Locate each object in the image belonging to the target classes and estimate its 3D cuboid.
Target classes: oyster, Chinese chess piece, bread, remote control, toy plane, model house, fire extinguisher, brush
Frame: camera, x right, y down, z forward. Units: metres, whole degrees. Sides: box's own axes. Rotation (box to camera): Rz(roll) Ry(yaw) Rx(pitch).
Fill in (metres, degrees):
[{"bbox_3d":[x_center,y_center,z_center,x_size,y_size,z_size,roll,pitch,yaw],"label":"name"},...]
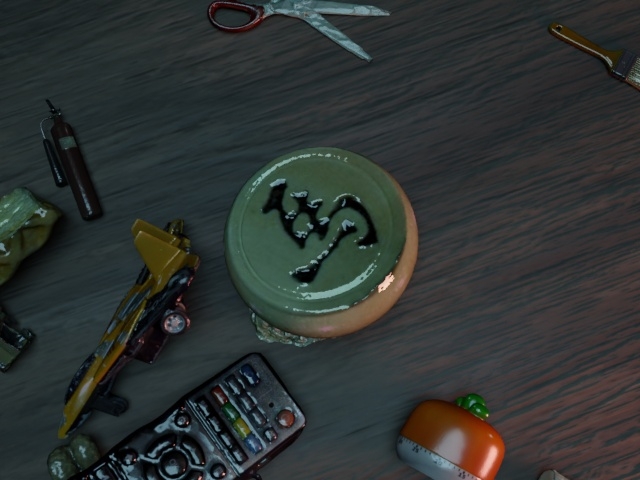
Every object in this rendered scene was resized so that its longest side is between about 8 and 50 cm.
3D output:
[{"bbox_3d":[-0.040,0.107,1.029,0.100,0.037,0.098,-28,82,-4],"label":"oyster"},{"bbox_3d":[0.000,0.000,0.985,0.250,0.101,0.250,-3,69,7],"label":"Chinese chess piece"},{"bbox_3d":[-0.445,0.022,1.015,0.232,0.088,0.128,-41,43,-11],"label":"bread"},{"bbox_3d":[-0.201,0.302,0.945,0.398,0.062,0.144,-33,77,-20],"label":"remote control"},{"bbox_3d":[-0.245,0.131,0.991,0.103,0.204,0.316,21,101,-23],"label":"toy plane"},{"bbox_3d":[-0.435,0.129,1.024,0.083,0.057,0.058,40,111,-14],"label":"model house"},{"bbox_3d":[-0.351,-0.107,1.065,0.049,0.035,0.173,-27,81,35],"label":"fire extinguisher"},{"bbox_3d":[0.401,-0.266,1.094,0.170,0.014,0.043,30,82,5],"label":"brush"}]

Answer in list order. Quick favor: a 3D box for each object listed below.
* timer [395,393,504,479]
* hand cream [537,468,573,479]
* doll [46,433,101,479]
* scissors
[{"bbox_3d":[0.172,0.252,0.983,0.136,0.099,0.136,3,78,-13],"label":"timer"},{"bbox_3d":[0.374,0.365,0.990,0.205,0.050,0.078,29,83,0],"label":"hand cream"},{"bbox_3d":[-0.262,0.399,0.966,0.286,0.091,0.203,39,50,-6],"label":"doll"},{"bbox_3d":[-0.028,-0.335,1.103,0.247,0.017,0.144,20,83,2],"label":"scissors"}]
